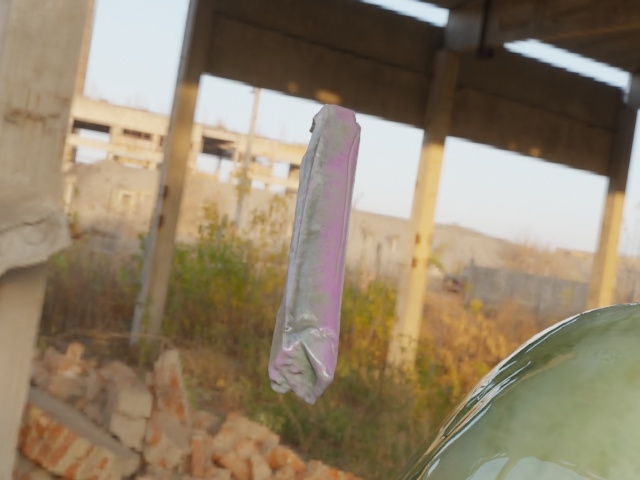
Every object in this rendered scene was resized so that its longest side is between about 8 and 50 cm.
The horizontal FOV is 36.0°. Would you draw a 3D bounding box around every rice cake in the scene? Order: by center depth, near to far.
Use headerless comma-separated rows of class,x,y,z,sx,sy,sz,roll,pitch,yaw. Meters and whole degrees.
rice cake,-0.001,0.000,0.772,0.049,0.269,0.055,9,-36,-1

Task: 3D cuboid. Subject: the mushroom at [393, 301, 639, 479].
mushroom,0.150,0.194,0.510,0.260,0.352,0.352,44,7,11
